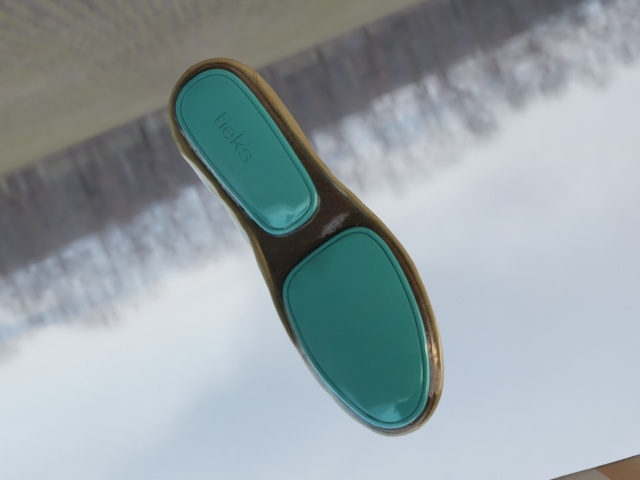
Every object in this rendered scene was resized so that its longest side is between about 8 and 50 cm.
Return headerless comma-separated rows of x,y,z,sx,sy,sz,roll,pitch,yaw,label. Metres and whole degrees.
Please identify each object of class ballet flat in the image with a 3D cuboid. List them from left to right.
0.000,0.000,1.006,0.080,0.232,0.073,-31,173,7,ballet flat

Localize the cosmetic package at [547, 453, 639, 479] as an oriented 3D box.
0.193,0.189,0.893,0.296,0.129,0.153,-8,-144,-45,cosmetic package
